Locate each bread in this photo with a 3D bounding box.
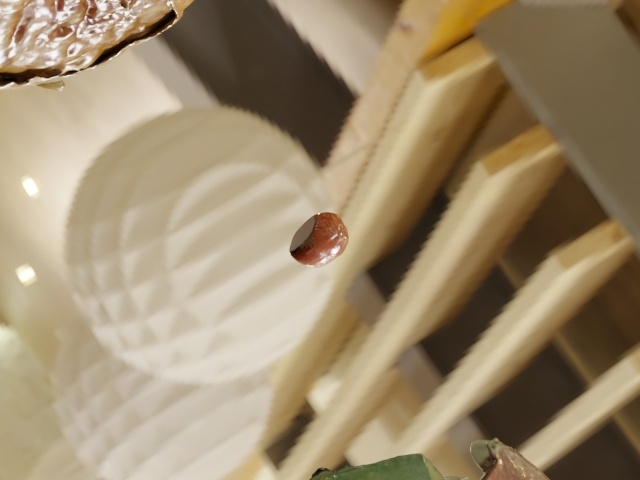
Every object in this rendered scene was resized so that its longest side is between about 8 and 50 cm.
[{"bbox_3d":[-0.285,-0.309,1.901,0.358,0.337,0.204,4,51,-59],"label":"bread"}]

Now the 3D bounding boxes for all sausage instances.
[{"bbox_3d":[0.000,0.000,2.276,0.054,0.059,0.094,22,-32,-19],"label":"sausage"}]

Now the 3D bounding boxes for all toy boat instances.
[{"bbox_3d":[0.262,0.386,2.466,0.227,0.155,0.085,45,-42,0],"label":"toy boat"}]

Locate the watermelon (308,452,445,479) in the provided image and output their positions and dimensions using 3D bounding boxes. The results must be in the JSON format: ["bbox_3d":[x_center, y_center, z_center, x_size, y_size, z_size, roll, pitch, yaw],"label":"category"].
[{"bbox_3d":[0.049,0.364,1.609,0.302,0.264,0.151,61,9,19],"label":"watermelon"}]
